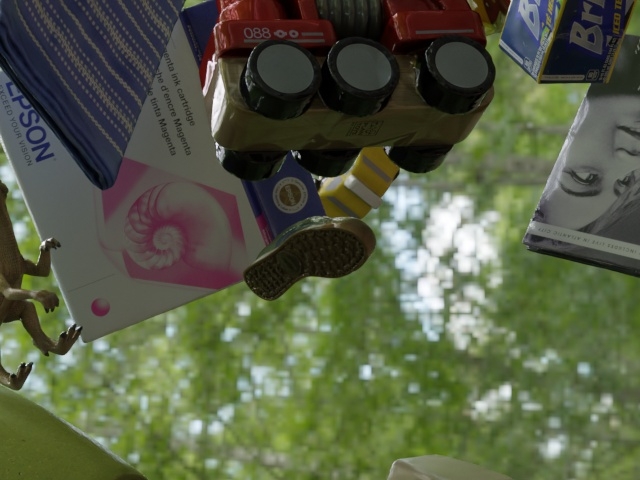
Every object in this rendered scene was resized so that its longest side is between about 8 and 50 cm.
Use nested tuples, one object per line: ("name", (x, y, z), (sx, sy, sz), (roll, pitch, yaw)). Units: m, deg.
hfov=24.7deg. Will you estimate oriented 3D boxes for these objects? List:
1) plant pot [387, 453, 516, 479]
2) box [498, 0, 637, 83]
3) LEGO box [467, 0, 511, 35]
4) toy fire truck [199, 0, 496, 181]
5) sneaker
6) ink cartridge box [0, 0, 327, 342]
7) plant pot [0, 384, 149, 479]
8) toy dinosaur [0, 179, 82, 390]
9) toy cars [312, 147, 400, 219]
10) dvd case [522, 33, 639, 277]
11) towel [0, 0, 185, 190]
("plant pot", (0.122, 0.280, 1.528), (0.109, 0.096, 0.109), (1, -68, -47))
("box", (0.167, -0.182, 0.898), (0.059, 0.054, 0.169), (-3, -55, -27))
("LEGO box", (0.179, -0.502, 1.434), (0.372, 0.193, 0.500), (-35, -82, -10))
("toy fire truck", (0.001, -0.175, 1.177), (0.158, 0.217, 0.246), (118, 143, -58))
("sneaker", (0.000, 0.000, 1.525), (0.064, 0.192, 0.086), (51, -131, -13))
("ink cartridge box", (-0.180, -0.091, 1.680), (0.071, 0.330, 0.324), (-168, 56, -78))
("plant pot", (-0.303, 0.253, 1.328), (0.275, 0.294, 0.274), (-27, -59, -59))
("toy dinosaur", (-0.190, 0.041, 0.840), (0.053, 0.093, 0.183), (-23, -35, -57))
("toy cars", (-0.044, -0.059, 2.125), (0.394, 0.087, 0.176), (-13, -66, -16))
("dvd case", (0.283, -0.070, 1.214), (0.221, 0.165, 0.018), (-65, -29, -20))
("towel", (-0.223, -0.246, 1.470), (0.243, 0.040, 0.336), (57, -143, -41))
